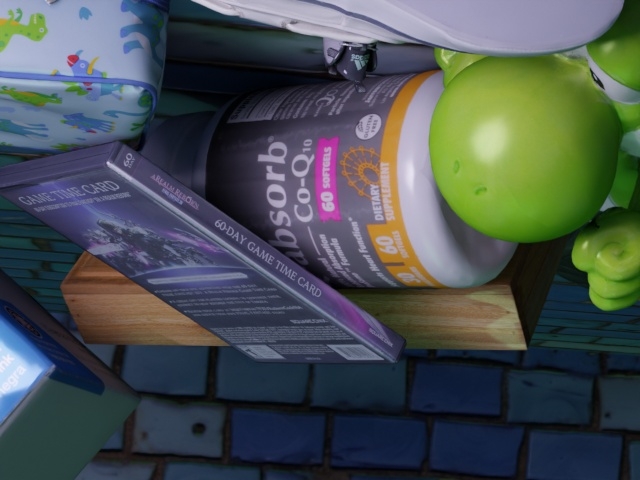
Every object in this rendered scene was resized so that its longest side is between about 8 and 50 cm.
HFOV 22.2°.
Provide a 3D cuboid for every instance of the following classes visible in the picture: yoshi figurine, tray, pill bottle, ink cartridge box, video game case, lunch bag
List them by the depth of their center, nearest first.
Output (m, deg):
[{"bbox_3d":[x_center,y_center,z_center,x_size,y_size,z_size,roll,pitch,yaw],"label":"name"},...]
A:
[{"bbox_3d":[0.156,-0.057,1.008,0.203,0.203,0.362,8,169,18],"label":"yoshi figurine"},{"bbox_3d":[-0.193,-0.118,1.067,0.176,0.090,0.219,4,171,-9],"label":"lunch bag"},{"bbox_3d":[-0.092,0.017,1.211,0.274,0.026,0.196,36,158,-27],"label":"video game case"},{"bbox_3d":[0.004,-0.041,1.242,0.278,0.162,0.162,-3,169,36],"label":"pill bottle"},{"bbox_3d":[-0.372,0.053,1.365,0.395,0.166,0.285,40,177,12],"label":"ink cartridge box"},{"bbox_3d":[0.000,0.000,1.408,0.410,0.203,0.076,-2,126,26],"label":"tray"}]

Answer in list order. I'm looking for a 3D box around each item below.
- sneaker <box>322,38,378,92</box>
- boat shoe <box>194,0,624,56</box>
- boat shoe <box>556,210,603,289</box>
[{"bbox_3d":[0.028,-0.125,0.999,0.038,0.069,0.098,6,170,-18],"label":"sneaker"},{"bbox_3d":[0.017,-0.143,0.828,0.267,0.096,0.088,6,175,-4],"label":"boat shoe"},{"bbox_3d":[0.288,-0.033,1.431,0.118,0.103,0.320,23,164,-2],"label":"boat shoe"}]
